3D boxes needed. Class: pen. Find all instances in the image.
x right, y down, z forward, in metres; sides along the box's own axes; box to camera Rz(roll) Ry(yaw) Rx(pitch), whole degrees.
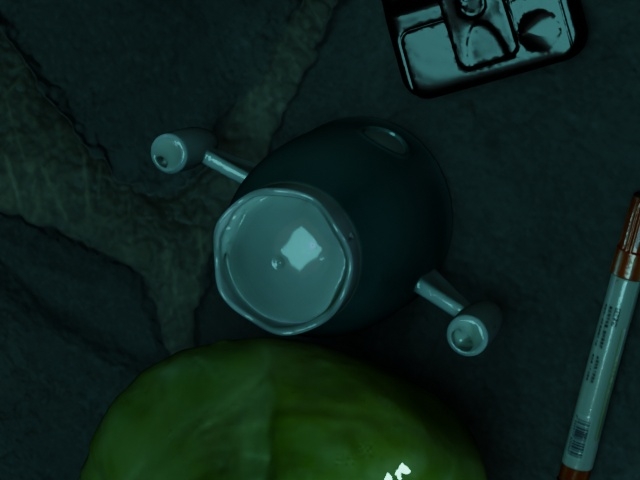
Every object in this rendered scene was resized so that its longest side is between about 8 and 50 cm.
[{"bbox_3d":[0.220,0.078,1.255,0.028,0.028,0.239,17,107,17],"label":"pen"}]

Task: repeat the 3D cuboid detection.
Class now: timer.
[{"bbox_3d":[0.107,-0.209,1.224,0.144,0.055,0.187,-15,95,24],"label":"timer"}]

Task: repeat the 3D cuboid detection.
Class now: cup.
[{"bbox_3d":[0.000,0.000,1.246,0.299,0.173,0.167,31,111,12],"label":"cup"}]

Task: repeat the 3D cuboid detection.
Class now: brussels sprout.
[{"bbox_3d":[-0.034,0.206,1.224,0.328,0.247,0.328,4,137,4],"label":"brussels sprout"}]
